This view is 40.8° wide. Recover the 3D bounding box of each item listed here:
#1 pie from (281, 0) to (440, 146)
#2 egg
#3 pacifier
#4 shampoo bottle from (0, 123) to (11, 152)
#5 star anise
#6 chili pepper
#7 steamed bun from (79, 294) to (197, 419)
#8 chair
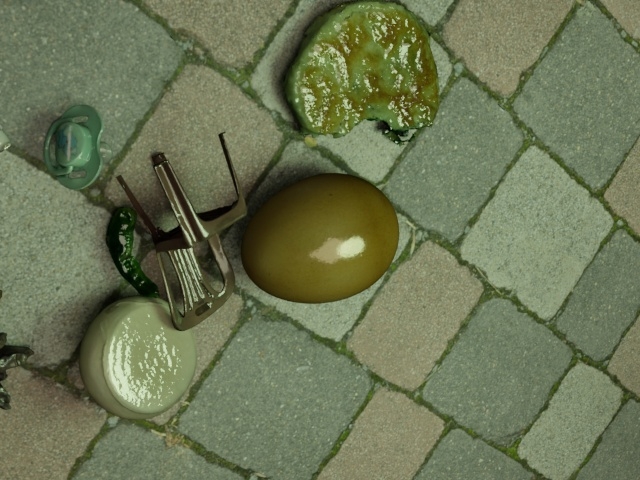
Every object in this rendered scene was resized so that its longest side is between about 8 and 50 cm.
[{"bbox_3d":[0.093,-0.335,1.731,0.371,0.078,0.296,-2,107,-29],"label":"pie"},{"bbox_3d":[0.000,0.000,1.684,0.322,0.250,0.250,-20,114,-22],"label":"egg"},{"bbox_3d":[-0.418,-0.159,1.516,0.116,0.127,0.150,13,69,-67],"label":"pacifier"},{"bbox_3d":[-0.584,-0.226,1.408,0.074,0.074,0.192,-41,122,-11],"label":"shampoo bottle"},{"bbox_3d":[-0.613,0.206,1.521,0.209,0.089,0.231,-14,120,-29],"label":"star anise"},{"bbox_3d":[-0.354,0.027,1.600,0.073,0.050,0.182,-19,92,9],"label":"chili pepper"},{"bbox_3d":[-0.353,0.220,1.625,0.232,0.145,0.231,8,78,-43],"label":"steamed bun"},{"bbox_3d":[-0.221,-0.004,1.558,0.175,0.183,0.326,-37,110,-43],"label":"chair"}]
